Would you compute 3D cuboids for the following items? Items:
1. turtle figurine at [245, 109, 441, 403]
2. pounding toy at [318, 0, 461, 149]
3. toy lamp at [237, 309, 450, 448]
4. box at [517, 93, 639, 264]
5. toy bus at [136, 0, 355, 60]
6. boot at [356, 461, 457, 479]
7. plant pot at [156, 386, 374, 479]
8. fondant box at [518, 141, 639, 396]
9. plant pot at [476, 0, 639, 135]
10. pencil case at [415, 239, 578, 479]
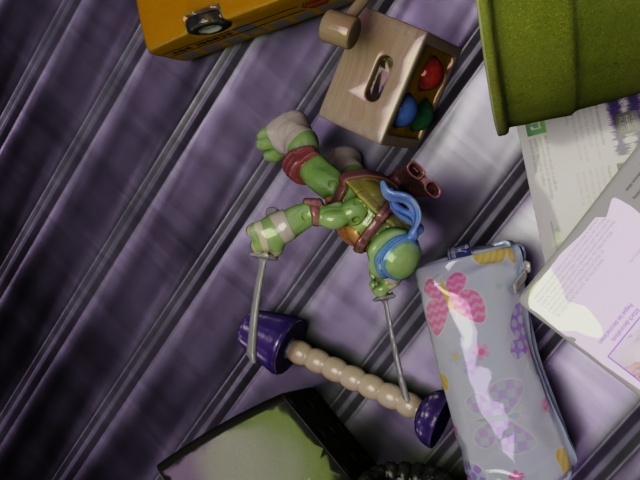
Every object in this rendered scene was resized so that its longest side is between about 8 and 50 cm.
[{"bbox_3d":[0.000,0.000,0.977,0.266,0.197,0.275,-113,28,-49],"label":"turtle figurine"},{"bbox_3d":[0.078,-0.198,0.958,0.094,0.206,0.181,28,104,21],"label":"pounding toy"},{"bbox_3d":[0.024,0.156,1.078,0.274,0.080,0.080,21,102,21],"label":"toy lamp"},{"bbox_3d":[0.377,-0.060,0.908,0.321,0.058,0.232,-11,88,27],"label":"box"},{"bbox_3d":[-0.066,-0.313,1.062,0.332,0.130,0.108,-13,87,26],"label":"toy bus"},{"bbox_3d":[0.182,0.404,0.958,0.347,0.131,0.260,13,112,25],"label":"boot"},{"bbox_3d":[-0.047,0.279,1.071,0.167,0.187,0.188,-44,75,8],"label":"plant pot"},{"bbox_3d":[0.385,0.063,0.807,0.330,0.096,0.238,39,98,19],"label":"fondant box"},{"bbox_3d":[0.314,-0.295,0.786,0.352,0.366,0.367,-5,91,14],"label":"plant pot"},{"bbox_3d":[0.191,0.136,0.978,0.124,0.113,0.273,-13,87,8],"label":"pencil case"}]
